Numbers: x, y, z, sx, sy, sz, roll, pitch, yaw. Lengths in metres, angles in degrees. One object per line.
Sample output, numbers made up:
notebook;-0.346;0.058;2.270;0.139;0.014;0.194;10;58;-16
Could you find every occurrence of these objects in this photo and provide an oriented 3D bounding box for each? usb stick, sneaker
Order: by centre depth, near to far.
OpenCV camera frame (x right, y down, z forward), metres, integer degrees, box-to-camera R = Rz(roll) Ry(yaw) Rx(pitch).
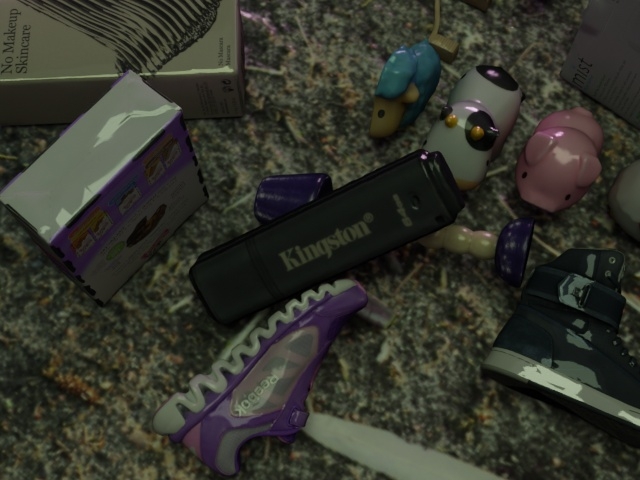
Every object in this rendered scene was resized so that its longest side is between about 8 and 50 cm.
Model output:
sneaker;-0.039;0.133;0.895;0.236;0.095;0.104;-40;80;-8
usb stick;0.000;0.000;0.897;0.278;0.045;0.077;-25;90;20
sneaker;0.289;0.100;0.898;0.226;0.086;0.163;26;74;12

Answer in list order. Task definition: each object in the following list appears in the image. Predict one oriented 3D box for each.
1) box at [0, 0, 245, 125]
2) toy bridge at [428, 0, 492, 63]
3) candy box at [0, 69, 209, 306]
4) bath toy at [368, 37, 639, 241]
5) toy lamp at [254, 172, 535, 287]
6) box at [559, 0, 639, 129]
box;-0.221;-0.196;1.016;0.275;0.094;0.113;-3;69;-1
toy bridge;0.166;-0.285;1.080;0.063;0.026;0.188;29;72;14
candy box;-0.196;-0.041;0.901;0.070;0.196;0.165;38;74;14
bath toy;0.225;-0.093;0.952;0.348;0.129;0.151;23;71;9
toy lamp;0.069;-0.015;0.939;0.275;0.080;0.080;11;69;15
box;0.383;-0.203;0.919;0.231;0.262;0.127;38;74;15
